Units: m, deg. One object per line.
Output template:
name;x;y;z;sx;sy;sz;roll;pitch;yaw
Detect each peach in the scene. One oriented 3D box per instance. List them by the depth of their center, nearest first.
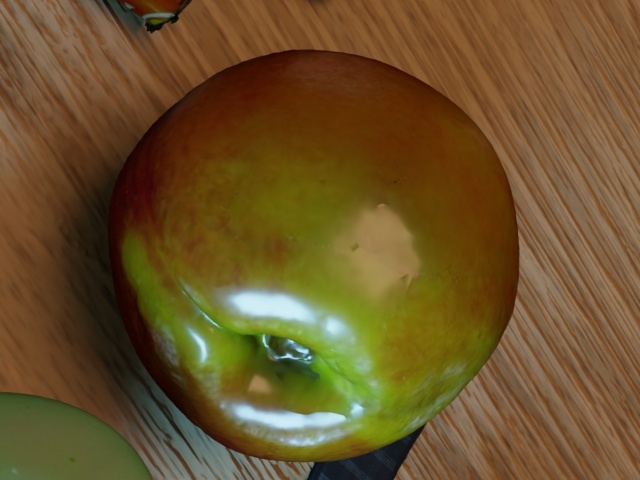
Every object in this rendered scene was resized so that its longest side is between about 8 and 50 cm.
peach;0.000;0.000;1.245;0.308;0.308;0.332;45;40;-21

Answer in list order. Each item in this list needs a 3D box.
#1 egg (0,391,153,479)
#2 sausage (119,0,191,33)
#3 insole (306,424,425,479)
egg;-0.220;0.207;1.054;0.270;0.220;0.220;-21;93;-38
sausage;-0.206;-0.265;1.274;0.264;0.083;0.083;35;60;-25
insole;0.058;0.128;1.425;0.110;0.012;0.309;43;56;-24
